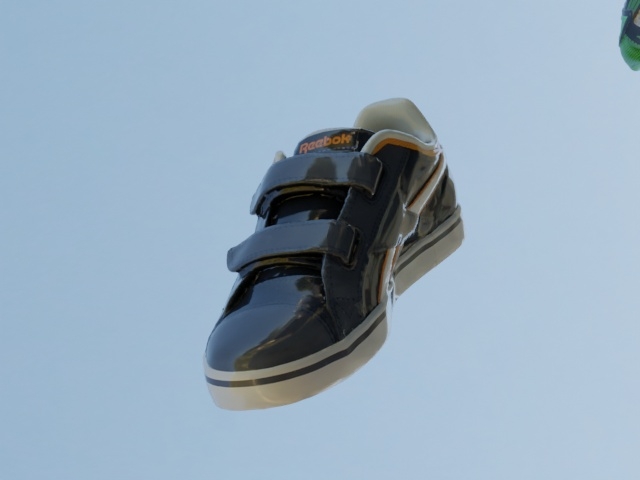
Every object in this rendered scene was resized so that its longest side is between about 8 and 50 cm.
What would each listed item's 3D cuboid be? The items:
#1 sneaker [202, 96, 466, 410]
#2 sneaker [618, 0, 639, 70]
[{"bbox_3d":[0.000,0.000,1.307,0.321,0.126,0.127,-47,-55,-57],"label":"sneaker"},{"bbox_3d":[0.304,-0.142,1.357,0.343,0.134,0.146,17,-85,-51],"label":"sneaker"}]
